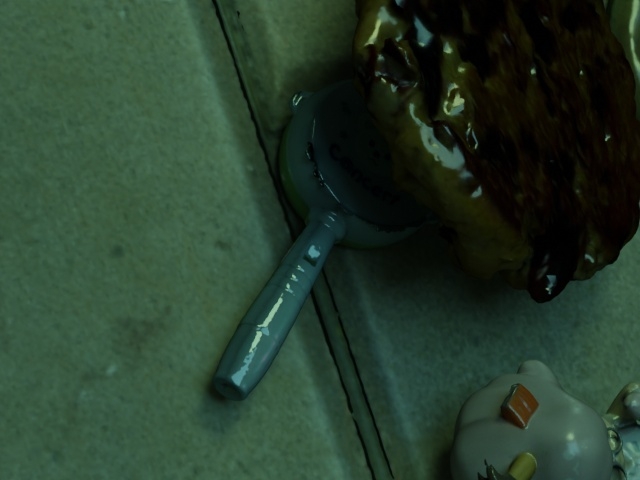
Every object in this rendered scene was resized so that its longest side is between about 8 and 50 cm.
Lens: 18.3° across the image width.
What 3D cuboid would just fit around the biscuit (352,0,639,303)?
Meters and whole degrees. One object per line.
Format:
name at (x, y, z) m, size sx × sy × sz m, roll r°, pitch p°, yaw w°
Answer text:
biscuit at (0.120, -0.104, 1.351) m, size 0.289 × 0.081 × 0.334 m, roll 61°, pitch 34°, yaw -13°

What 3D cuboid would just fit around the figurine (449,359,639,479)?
figurine at (0.161, 0.146, 1.310) m, size 0.229 × 0.112 × 0.137 m, roll 6°, pitch 76°, yaw -43°

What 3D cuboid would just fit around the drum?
drum at (-0.013, -0.016, 1.303) m, size 0.130 × 0.049 × 0.253 m, roll 52°, pitch 55°, yaw -4°

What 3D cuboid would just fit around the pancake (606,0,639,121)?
pancake at (0.350, -0.113, 1.554) m, size 0.294 × 0.049 × 0.294 m, roll 10°, pitch 68°, yaw -26°
